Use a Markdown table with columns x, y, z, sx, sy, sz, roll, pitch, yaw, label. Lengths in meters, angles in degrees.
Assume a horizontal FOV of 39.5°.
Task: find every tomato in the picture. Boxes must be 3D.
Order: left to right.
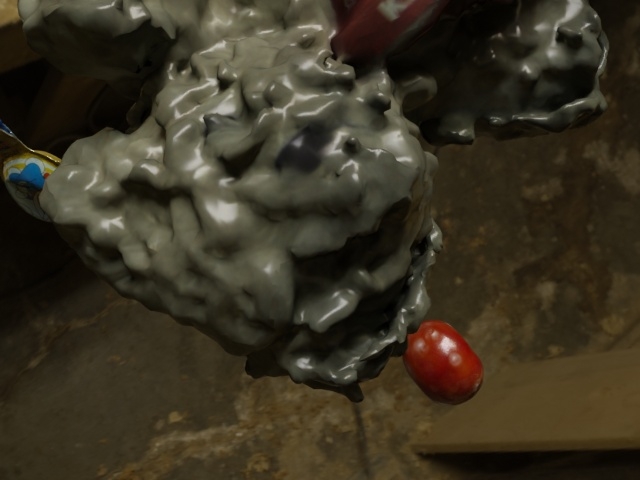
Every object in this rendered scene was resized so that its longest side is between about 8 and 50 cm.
| x | y | z | sx | sy | sz | roll | pitch | yaw | label |
| --- | --- | --- | --- | --- | --- | --- | --- | --- | --- |
| 0.248 | 0.253 | 1.833 | 0.136 | 0.195 | 0.195 | -41 | 96 | 1 | tomato |

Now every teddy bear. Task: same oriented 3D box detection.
| x | y | z | sx | sy | sz | roll | pitch | yaw | label |
| --- | --- | --- | --- | --- | --- | --- | --- | --- | --- |
| 0.014 | -0.103 | 0.480 | 0.357 | 0.224 | 0.367 | 6 | 74 | -19 | teddy bear |

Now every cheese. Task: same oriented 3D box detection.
| x | y | z | sx | sy | sz | roll | pitch | yaw | label |
| --- | --- | --- | --- | --- | --- | --- | --- | --- | --- |
| -0.482 | -0.114 | 1.474 | 0.270 | 0.177 | 0.069 | 52 | 46 | -31 | cheese |
